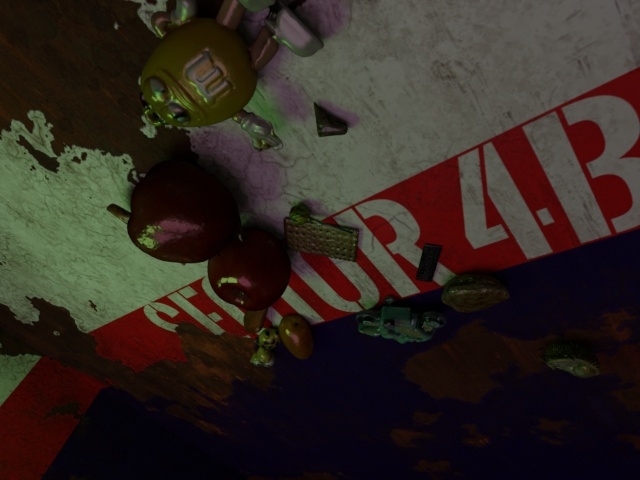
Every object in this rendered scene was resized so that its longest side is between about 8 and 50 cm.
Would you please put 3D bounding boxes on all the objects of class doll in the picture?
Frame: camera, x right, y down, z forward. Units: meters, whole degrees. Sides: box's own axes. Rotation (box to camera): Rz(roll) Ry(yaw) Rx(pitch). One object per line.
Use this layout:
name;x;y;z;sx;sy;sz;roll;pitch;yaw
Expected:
doll;-0.202;-0.374;0.881;0.349;0.161;0.423;22;129;-9
doll;-0.229;0.454;1.697;0.117;0.086;0.291;6;137;-16

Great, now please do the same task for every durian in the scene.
durian;0.801;0.381;1.308;0.147;0.102;0.208;34;155;-11

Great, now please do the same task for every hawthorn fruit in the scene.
hawthorn fruit;-0.383;-0.077;1.133;0.312;0.294;0.294;-2;131;24

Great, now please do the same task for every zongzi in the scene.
zongzi;0.026;-0.292;0.968;0.076;0.040;0.083;-3;113;11

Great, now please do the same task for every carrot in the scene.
carrot;-0.247;0.281;1.547;0.087;0.087;0.193;19;132;0

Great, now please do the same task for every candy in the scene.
candy;0.003;-0.053;1.179;0.194;0.058;0.062;19;174;-3

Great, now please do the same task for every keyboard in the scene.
keyboard;0.325;0.071;1.221;0.053;0.010;0.155;8;133;9

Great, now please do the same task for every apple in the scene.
apple;-0.221;0.096;1.274;0.261;0.216;0.260;8;137;8

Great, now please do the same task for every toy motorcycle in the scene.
toy motorcycle;0.271;0.283;1.382;0.297;0.109;0.198;2;142;13

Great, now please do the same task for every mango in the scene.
mango;-0.093;0.389;1.582;0.141;0.102;0.217;3;130;23

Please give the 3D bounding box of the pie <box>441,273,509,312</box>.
pie;0.461;0.161;1.217;0.194;0.078;0.163;-9;136;24

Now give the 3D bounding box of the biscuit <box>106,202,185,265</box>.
biscuit;-0.573;-0.034;1.318;0.205;0.040;0.309;25;162;34

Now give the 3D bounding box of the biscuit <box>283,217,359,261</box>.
biscuit;0.000;0.000;1.253;0.232;0.016;0.139;9;133;9
